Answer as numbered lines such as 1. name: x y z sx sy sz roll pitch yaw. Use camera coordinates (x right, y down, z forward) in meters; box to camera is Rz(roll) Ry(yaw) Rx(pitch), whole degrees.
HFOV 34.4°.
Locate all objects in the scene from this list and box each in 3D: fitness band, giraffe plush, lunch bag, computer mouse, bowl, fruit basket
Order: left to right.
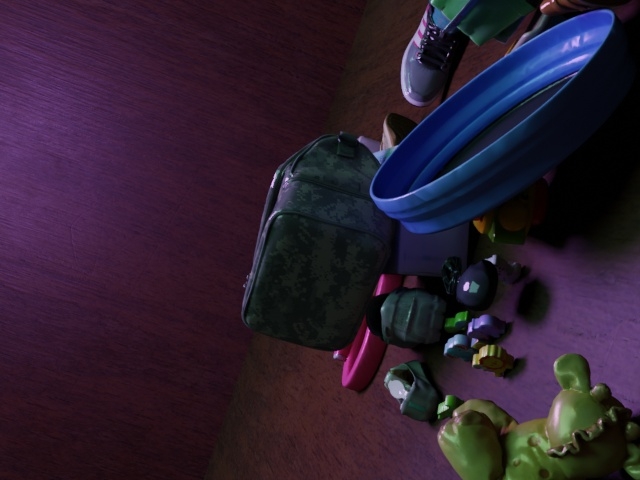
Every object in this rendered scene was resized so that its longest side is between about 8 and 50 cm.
1. lunch bag: 0.000 0.000 1.745 0.256 0.212 0.305 -76 3 -50
2. fitness band: 0.095 0.160 2.096 0.209 0.054 0.291 138 148 -70
3. computer mouse: 0.200 0.053 1.474 0.242 0.041 0.071 -145 71 -81
4. bowl: 0.240 -0.151 1.361 0.391 0.077 0.391 -38 13 10
5. fruit basket: 0.341 -0.468 1.605 0.353 0.165 0.327 -41 6 25
6. giraffe plush: 0.235 0.205 1.029 0.170 0.181 0.210 -45 7 16

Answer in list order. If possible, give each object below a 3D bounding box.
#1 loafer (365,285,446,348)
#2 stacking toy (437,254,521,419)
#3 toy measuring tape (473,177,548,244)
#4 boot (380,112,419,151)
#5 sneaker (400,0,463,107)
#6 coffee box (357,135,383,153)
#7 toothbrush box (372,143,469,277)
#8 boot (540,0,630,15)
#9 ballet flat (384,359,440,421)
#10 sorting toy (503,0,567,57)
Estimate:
1. loafer: 0.132 0.123 1.745 0.319 0.111 0.112 119 164 -81
2. stacking toy: 0.216 0.142 1.485 0.221 0.052 0.167 122 164 -54
3. toy measuring tape: 0.260 -0.072 1.499 0.330 0.121 0.121 -79 10 -80
4. boot: 0.152 -0.145 2.255 0.262 0.095 0.203 -94 23 -55
5. sneaker: 0.257 -0.435 2.162 0.178 0.123 0.296 111 177 -80
6. coffee box: 0.089 -0.127 2.464 0.297 0.118 0.168 158 129 -77
7. toothbrush box: 0.152 -0.045 1.800 0.295 0.126 0.216 -178 92 -75
8. boot: 0.336 -0.321 1.325 0.152 0.197 0.073 -9 98 54
9. ballet flat: 0.139 0.233 1.680 0.213 0.068 0.072 -130 60 -79
10. sorting toy: 0.351 -0.340 1.591 0.196 0.047 0.348 -57 -2 -17
